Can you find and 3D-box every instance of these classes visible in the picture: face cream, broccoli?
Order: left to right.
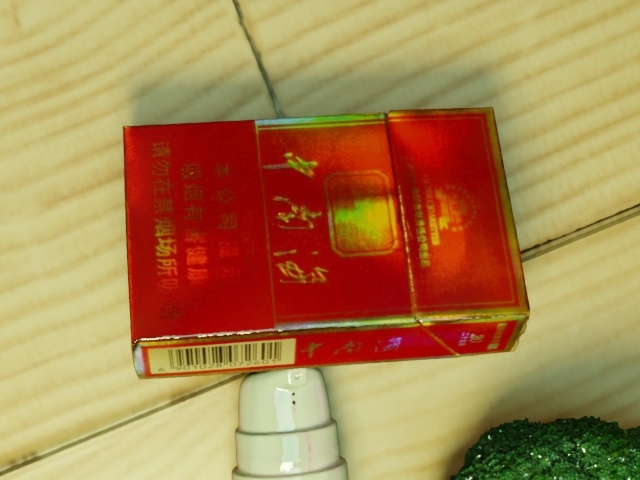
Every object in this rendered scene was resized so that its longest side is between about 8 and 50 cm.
[{"bbox_3d":[-0.019,0.275,1.174,0.102,0.102,0.345,-5,91,-5],"label":"face cream"},{"bbox_3d":[0.214,0.268,1.140,0.294,0.265,0.245,-43,123,8],"label":"broccoli"}]

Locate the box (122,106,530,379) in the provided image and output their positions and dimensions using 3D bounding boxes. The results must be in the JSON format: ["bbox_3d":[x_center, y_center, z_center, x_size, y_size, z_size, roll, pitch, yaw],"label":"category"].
[{"bbox_3d":[-0.001,-0.001,1.135,0.313,0.089,0.197,-3,62,-6],"label":"box"}]
